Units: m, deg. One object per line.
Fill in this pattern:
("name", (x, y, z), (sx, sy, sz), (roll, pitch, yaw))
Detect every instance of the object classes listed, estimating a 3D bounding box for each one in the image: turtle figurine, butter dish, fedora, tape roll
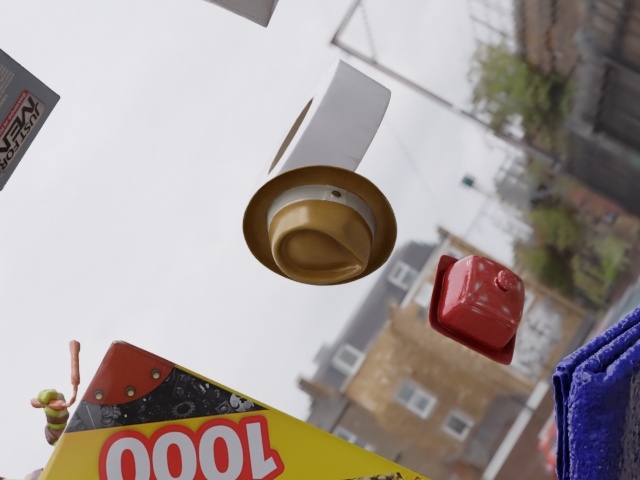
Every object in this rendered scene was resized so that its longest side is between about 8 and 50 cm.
("turtle figurine", (-0.287, 0.252, 1.441), (0.217, 0.269, 0.087), (-19, -20, 16))
("butter dish", (0.265, 0.088, 2.212), (0.118, 0.160, 0.160), (-49, 19, 47))
("fedora", (0.000, 0.000, 1.726), (0.079, 0.194, 0.194), (-91, 19, -54))
("tape roll", (-0.005, -0.139, 2.177), (0.286, 0.100, 0.286), (-58, 8, 13))

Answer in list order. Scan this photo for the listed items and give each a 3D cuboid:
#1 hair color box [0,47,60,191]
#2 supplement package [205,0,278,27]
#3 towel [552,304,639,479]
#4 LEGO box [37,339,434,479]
("hair color box", (-0.400, -0.182, 1.183), (0.113, 0.185, 0.374), (-59, -25, -6))
("supplement package", (-0.073, -0.315, 1.448), (0.179, 0.105, 0.105), (118, 175, -72))
("towel", (0.291, 0.214, 1.353), (0.227, 0.076, 0.308), (-29, -55, -47))
("LEGO box", (-0.024, 0.362, 1.160), (0.193, 0.500, 0.372), (90, -155, -69))
